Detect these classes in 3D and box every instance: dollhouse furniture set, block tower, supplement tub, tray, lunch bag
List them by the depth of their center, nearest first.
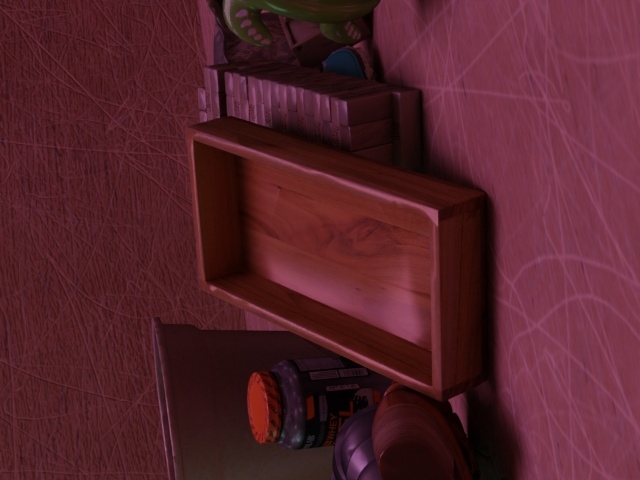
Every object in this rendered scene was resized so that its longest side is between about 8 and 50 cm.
[{"bbox_3d":[0.009,0.006,1.462,0.411,0.076,0.203,20,121,46],"label":"tray"},{"bbox_3d":[-0.023,-0.151,1.616,0.335,0.097,0.091,18,117,50],"label":"block tower"},{"bbox_3d":[-0.047,-0.359,1.693,0.242,0.212,0.161,55,-169,-42],"label":"dollhouse furniture set"},{"bbox_3d":[0.008,0.208,1.761,0.117,0.190,0.117,176,90,-71],"label":"supplement tub"},{"bbox_3d":[-0.077,-0.202,2.109,0.287,0.168,0.235,-104,11,-60],"label":"lunch bag"}]

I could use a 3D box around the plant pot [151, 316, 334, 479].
[{"bbox_3d":[-0.081,0.260,2.038,0.334,0.305,0.334,173,90,-80],"label":"plant pot"}]

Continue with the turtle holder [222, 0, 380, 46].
[{"bbox_3d":[-0.046,-0.358,1.383,0.227,0.320,0.243,-57,27,36],"label":"turtle holder"}]

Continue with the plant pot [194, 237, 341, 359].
[{"bbox_3d":[-0.006,0.028,1.730,0.230,0.215,0.215,53,167,5],"label":"plant pot"}]

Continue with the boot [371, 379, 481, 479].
[{"bbox_3d":[0.130,0.277,1.388,0.283,0.109,0.220,59,-170,-9],"label":"boot"}]

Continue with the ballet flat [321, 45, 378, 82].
[{"bbox_3d":[0.056,-0.125,1.680,0.077,0.091,0.241,29,-128,-63],"label":"ballet flat"}]

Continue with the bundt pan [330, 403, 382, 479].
[{"bbox_3d":[0.091,0.346,1.618,0.331,0.124,0.331,172,90,-81],"label":"bundt pan"}]
